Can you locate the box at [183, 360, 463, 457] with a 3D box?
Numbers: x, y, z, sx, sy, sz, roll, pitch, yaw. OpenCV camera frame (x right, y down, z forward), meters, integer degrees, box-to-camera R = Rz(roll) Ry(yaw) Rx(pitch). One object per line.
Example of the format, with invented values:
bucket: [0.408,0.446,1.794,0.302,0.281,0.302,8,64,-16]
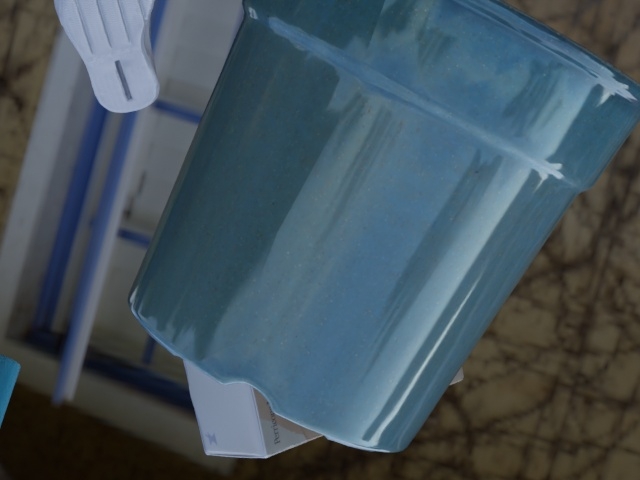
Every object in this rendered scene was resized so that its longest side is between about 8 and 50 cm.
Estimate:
box: [0.005,0.136,1.779,0.311,0.148,0.121,-18,-172,-39]

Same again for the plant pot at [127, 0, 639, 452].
plant pot: [0.033,-0.039,1.208,0.341,0.334,0.341,29,-174,-3]

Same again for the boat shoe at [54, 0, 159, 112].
boat shoe: [-0.268,-0.291,1.900,0.121,0.119,0.335,-14,151,-10]

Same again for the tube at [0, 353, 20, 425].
tube: [-0.422,0.237,1.872,0.080,0.207,0.052,8,157,19]
